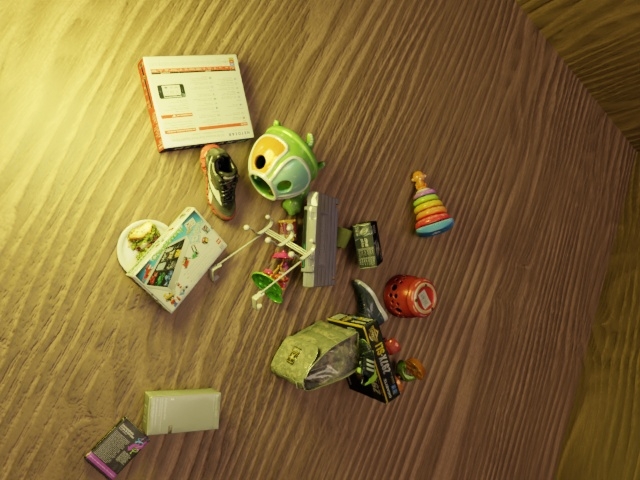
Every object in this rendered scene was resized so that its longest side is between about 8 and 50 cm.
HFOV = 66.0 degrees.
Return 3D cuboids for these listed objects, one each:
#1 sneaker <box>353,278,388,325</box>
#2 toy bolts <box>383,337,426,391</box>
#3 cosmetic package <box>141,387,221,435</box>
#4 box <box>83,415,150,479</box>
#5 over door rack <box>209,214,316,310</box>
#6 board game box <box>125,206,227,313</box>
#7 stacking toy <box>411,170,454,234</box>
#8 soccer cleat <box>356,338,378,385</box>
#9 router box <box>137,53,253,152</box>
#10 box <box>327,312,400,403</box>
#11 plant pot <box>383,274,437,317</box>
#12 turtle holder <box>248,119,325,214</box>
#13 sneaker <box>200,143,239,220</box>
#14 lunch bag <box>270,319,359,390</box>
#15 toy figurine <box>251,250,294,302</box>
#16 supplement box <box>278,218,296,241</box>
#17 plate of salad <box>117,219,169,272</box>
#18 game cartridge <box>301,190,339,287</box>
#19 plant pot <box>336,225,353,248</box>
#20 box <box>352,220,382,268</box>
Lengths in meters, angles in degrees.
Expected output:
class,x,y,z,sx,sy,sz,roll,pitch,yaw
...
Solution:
class,x,y,z,sx,sy,sz,roll,pitch,yaw
sneaker,0.167,0.288,2.045,0.163,0.086,0.226,-37,100,-23
toy bolts,0.300,0.536,2.065,0.158,0.218,0.229,-34,88,-22
cosmetic package,-0.458,0.563,1.630,0.237,0.107,0.127,5,82,-29
box,-0.639,0.655,1.555,0.162,0.029,0.116,-45,111,-24
over door rack,-0.204,0.056,1.728,0.324,0.239,0.108,-46,148,-26
board game box,-0.468,0.063,1.638,0.305,0.053,0.193,-54,128,-27
stacking toy,0.481,-0.175,2.241,0.175,0.165,0.302,-19,78,11
soccer cleat,0.161,0.443,1.781,0.072,0.060,0.179,-25,110,-31
router box,-0.425,-0.479,1.708,0.335,0.082,0.302,-14,96,-32
box,0.166,0.454,1.936,0.079,0.257,0.322,-23,100,-31
plant pot,0.401,0.244,2.145,0.191,0.174,0.191,2,86,-34
turtle holder,-0.144,-0.256,1.810,0.243,0.320,0.227,34,67,8
sneaker,-0.338,-0.193,1.706,0.097,0.135,0.276,-21,113,-34
lunch bag,-0.022,0.434,1.830,0.286,0.235,0.169,-24,106,-31
toy figurine,-0.152,0.121,1.849,0.159,0.130,0.173,-56,137,-32
supplement box,-0.127,-0.038,1.899,0.054,0.043,0.084,-6,92,-34
plate of salad,-0.561,0.030,1.620,0.199,0.048,0.200,2,87,-33
game cartridge,0.000,0.000,1.898,0.230,0.068,0.356,7,85,-63
plant pot,0.088,-0.010,2.019,0.083,0.083,0.079,21,89,-30
box,0.197,0.014,2.037,0.147,0.077,0.180,-18,99,-72
